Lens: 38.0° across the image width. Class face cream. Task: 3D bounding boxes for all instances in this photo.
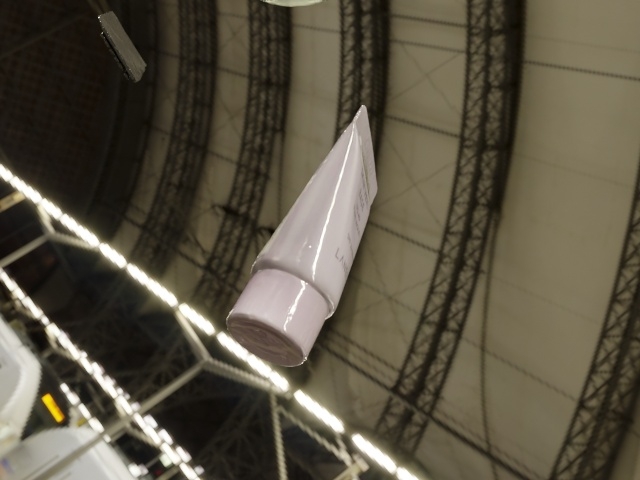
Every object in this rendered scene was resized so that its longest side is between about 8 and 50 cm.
[{"bbox_3d":[0.000,0.000,0.997,0.096,0.273,0.154,15,-32,23],"label":"face cream"}]

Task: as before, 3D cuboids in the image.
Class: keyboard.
[{"bbox_3d":[-0.213,-0.209,0.995,0.074,0.015,0.196,56,1,-18],"label":"keyboard"}]

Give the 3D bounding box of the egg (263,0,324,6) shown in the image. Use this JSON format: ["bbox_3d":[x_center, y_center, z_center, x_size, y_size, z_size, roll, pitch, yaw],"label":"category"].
[{"bbox_3d":[-0.028,-0.281,0.808,0.192,0.149,0.149,29,-34,51],"label":"egg"}]
